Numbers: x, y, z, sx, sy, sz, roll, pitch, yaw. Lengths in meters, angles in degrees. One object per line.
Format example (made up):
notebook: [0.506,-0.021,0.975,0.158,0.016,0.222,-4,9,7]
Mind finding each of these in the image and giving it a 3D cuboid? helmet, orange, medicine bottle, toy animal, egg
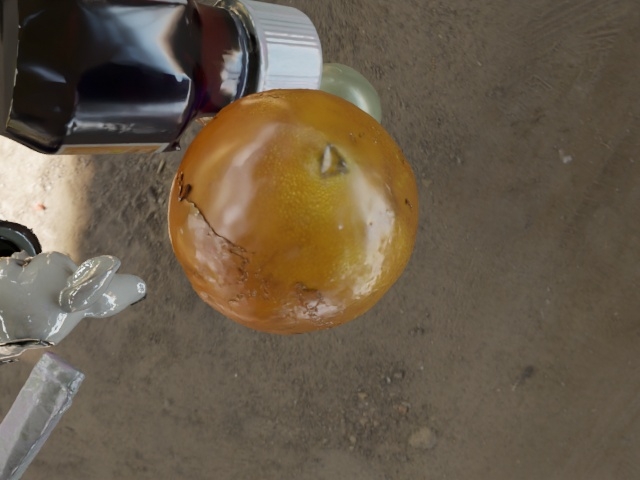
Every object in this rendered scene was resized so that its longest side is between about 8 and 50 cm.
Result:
helmet: [-0.923,0.073,1.759,0.225,0.177,0.305,43,72,-35]
orange: [-0.025,-0.027,0.612,0.240,0.240,0.240,0,116,0]
medicine bottle: [-0.192,-0.221,0.802,0.395,0.242,0.243,-1,121,-38]
toy animal: [-0.440,0.099,0.960,0.325,0.208,0.154,-5,73,0]
egg: [0.042,-0.349,1.671,0.269,0.219,0.219,14,119,-39]

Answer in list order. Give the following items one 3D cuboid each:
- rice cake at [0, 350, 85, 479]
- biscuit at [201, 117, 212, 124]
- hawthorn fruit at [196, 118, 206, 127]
rice cake: [-0.451,0.305,0.930,0.072,0.056,0.365,38,108,2]
biscuit: [-0.177,-0.221,1.187,0.025,0.206,0.126,-46,149,-10]
hawthorn fruit: [-0.315,-0.425,1.764,0.199,0.199,0.251,-41,136,17]
